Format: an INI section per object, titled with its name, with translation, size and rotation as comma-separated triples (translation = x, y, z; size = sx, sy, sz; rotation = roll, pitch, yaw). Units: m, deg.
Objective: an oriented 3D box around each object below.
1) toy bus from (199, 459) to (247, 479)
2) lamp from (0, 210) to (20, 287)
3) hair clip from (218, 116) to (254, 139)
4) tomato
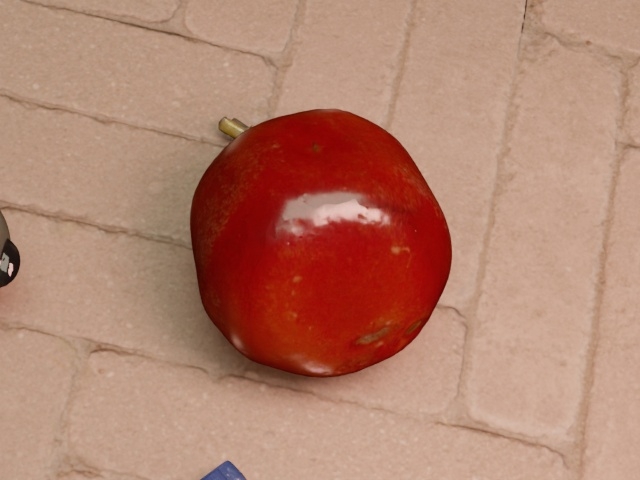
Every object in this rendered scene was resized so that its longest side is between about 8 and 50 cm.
[toy bus]
translation = -0.153, 0.330, 1.775
size = 0.153, 0.061, 0.051
rotation = -35, 67, -21
[lamp]
translation = -0.508, 0.023, 1.825
size = 0.244, 0.198, 0.198
rotation = -32, 71, -13
[hair clip]
translation = -0.049, -0.113, 2.026
size = 0.214, 0.062, 0.056
rotation = 33, 21, 11
[tomato]
translation = 0.000, 0.000, 1.842
size = 0.325, 0.290, 0.293
rotation = -4, 42, -7
